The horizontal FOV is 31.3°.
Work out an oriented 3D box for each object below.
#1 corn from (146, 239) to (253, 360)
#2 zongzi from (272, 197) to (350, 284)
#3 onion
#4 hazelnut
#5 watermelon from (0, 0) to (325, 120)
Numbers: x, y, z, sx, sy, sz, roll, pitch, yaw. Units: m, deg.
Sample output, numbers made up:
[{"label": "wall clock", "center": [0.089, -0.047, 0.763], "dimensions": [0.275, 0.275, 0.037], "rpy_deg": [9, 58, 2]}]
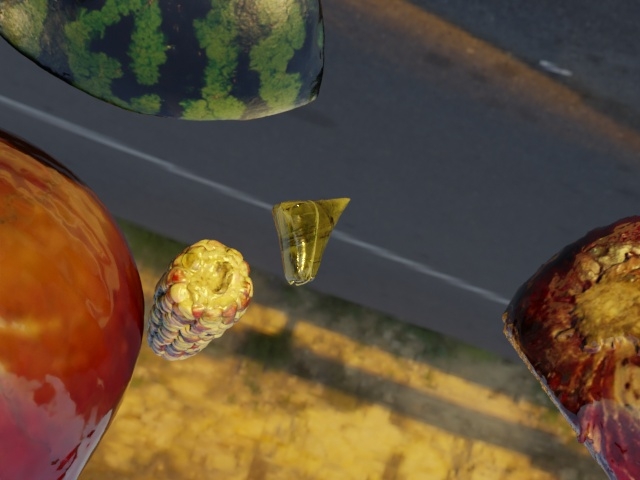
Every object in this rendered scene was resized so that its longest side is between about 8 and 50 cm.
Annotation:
[{"label": "corn", "center": [-0.134, 0.075, 1.198], "dimensions": [0.092, 0.092, 0.280], "rpy_deg": [19, 158, -8]}, {"label": "zongzi", "center": [0.000, 0.000, 1.411], "dimensions": [0.113, 0.104, 0.052], "rpy_deg": [-5, 175, -36]}, {"label": "onion", "center": [0.350, 0.124, 1.075], "dimensions": [0.282, 0.260, 0.336], "rpy_deg": [55, -177, -32]}, {"label": "hazelnut", "center": [-0.346, 0.054, 0.992], "dimensions": [0.402, 0.402, 0.429], "rpy_deg": [25, -179, -32]}, {"label": "watermelon", "center": [-0.074, -0.138, 0.635], "dimensions": [0.145, 0.193, 0.137], "rpy_deg": [53, -158, 14]}]
